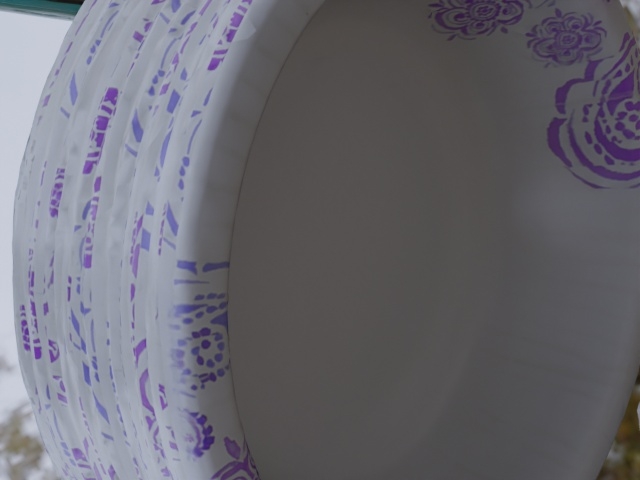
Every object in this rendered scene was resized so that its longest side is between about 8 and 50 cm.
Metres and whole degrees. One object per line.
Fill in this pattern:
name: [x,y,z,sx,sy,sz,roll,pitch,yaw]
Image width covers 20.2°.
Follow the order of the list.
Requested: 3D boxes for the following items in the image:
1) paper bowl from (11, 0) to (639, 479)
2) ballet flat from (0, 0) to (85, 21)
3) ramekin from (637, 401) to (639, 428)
paper bowl: [0.000,0.000,0.696,0.284,0.148,0.284,-11,-76,-46]
ballet flat: [-0.225,-0.166,0.981,0.083,0.247,0.087,168,102,-80]
ramekin: [0.240,0.196,0.865,0.273,0.127,0.272,-11,-90,-84]
